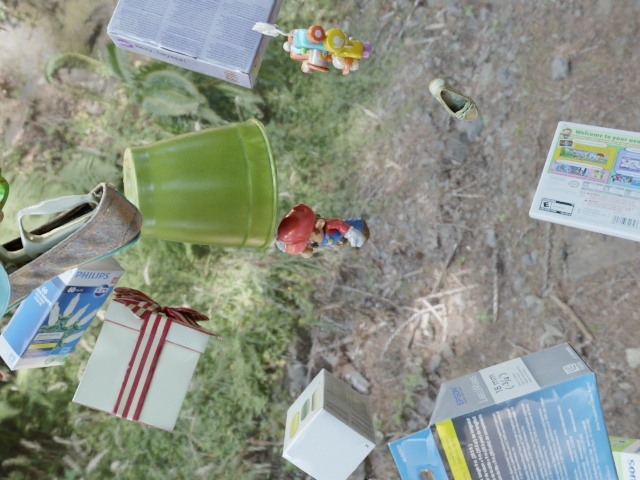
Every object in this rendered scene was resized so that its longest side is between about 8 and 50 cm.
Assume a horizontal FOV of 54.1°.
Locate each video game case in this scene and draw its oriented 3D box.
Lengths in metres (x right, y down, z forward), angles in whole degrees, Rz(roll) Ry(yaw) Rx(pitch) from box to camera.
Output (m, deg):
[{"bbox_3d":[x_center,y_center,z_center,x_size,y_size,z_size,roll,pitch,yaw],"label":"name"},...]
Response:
[{"bbox_3d":[0.495,-0.104,1.084,0.212,0.023,0.194,15,74,27],"label":"video game case"}]

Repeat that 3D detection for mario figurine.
[{"bbox_3d":[0.000,0.000,1.818,0.198,0.320,0.170,-49,60,30],"label":"mario figurine"}]

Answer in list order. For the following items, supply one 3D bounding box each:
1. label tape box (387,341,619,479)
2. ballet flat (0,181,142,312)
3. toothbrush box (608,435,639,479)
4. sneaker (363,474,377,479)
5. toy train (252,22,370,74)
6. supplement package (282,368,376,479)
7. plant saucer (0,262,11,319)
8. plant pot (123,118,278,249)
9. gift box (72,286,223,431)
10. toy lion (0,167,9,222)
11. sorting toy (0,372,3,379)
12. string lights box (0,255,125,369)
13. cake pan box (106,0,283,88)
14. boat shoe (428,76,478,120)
[{"bbox_3d":[0.293,0.337,1.037,0.106,0.333,0.241,-100,-10,-68],"label":"label tape box"},{"bbox_3d":[-0.402,0.013,0.850,0.315,0.106,0.107,-31,42,-13],"label":"ballet flat"},{"bbox_3d":[0.633,0.560,1.430,0.283,0.122,0.207,-10,85,46],"label":"toothbrush box"},{"bbox_3d":[0.044,0.594,1.297,0.302,0.121,0.108,-48,-1,19],"label":"sneaker"},{"bbox_3d":[-0.010,-0.224,0.757,0.166,0.125,0.046,-21,-62,-68],"label":"toy train"},{"bbox_3d":[0.025,0.571,1.919,0.199,0.198,0.263,-52,8,11],"label":"supplement package"},{"bbox_3d":[-0.385,0.050,0.647,0.021,0.119,0.119,40,110,57],"label":"plant saucer"},{"bbox_3d":[-0.338,-0.140,1.694,0.366,0.352,0.367,174,90,-67],"label":"plant pot"},{"bbox_3d":[-0.379,0.258,1.397,0.276,0.255,0.258,-13,57,69],"label":"gift box"},{"bbox_3d":[-0.462,-0.075,0.849,0.096,0.034,0.100,-65,-19,0],"label":"toy lion"},{"bbox_3d":[-0.885,0.369,1.469,0.365,0.127,0.126,-20,42,38],"label":"sorting toy"},{"bbox_3d":[-0.529,0.137,1.277,0.076,0.133,0.260,41,103,22],"label":"string lights box"},{"bbox_3d":[-0.205,-0.416,1.076,0.070,0.266,0.246,104,-177,-78],"label":"cake pan box"},{"bbox_3d":[0.302,-0.305,1.392,0.056,0.153,0.048,-42,40,21],"label":"boat shoe"}]
